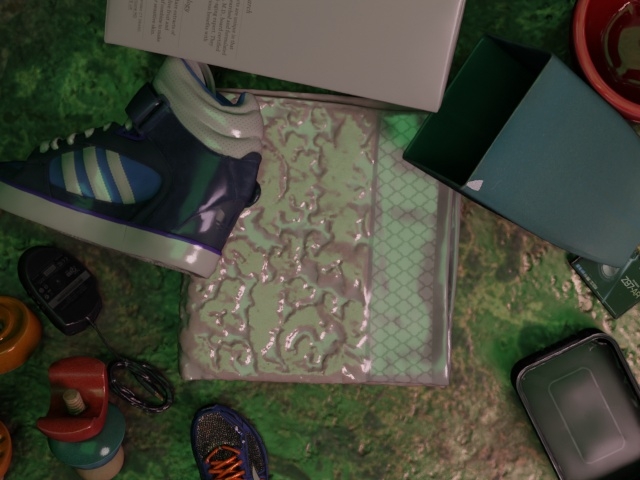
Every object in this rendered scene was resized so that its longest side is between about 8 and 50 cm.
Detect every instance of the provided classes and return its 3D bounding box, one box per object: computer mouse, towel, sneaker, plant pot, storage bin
[{"bbox_3d":[-0.257,0.104,1.776,0.071,0.041,0.242,-41,94,-27],"label":"computer mouse"},{"bbox_3d":[0.000,0.000,1.753,0.317,0.053,0.332,3,90,3],"label":"towel"},{"bbox_3d":[-0.091,0.289,1.743,0.083,0.087,0.221,-19,90,2],"label":"sneaker"},{"bbox_3d":[0.247,-0.080,1.668,0.234,0.165,0.165,34,91,-24],"label":"plant pot"},{"bbox_3d":[0.300,0.199,1.727,0.122,0.084,0.180,-26,89,3],"label":"storage bin"},{"bbox_3d":[-0.211,-0.108,1.708,0.323,0.130,0.236,17,85,25],"label":"sneaker"},{"bbox_3d":[0.357,-0.219,1.671,0.191,0.174,0.191,0,92,3],"label":"plant pot"}]

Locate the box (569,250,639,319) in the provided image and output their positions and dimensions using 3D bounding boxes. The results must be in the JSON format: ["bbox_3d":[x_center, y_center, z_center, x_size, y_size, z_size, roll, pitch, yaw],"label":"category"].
[{"bbox_3d":[0.332,0.037,1.755,0.067,0.018,0.083,-38,89,3],"label":"box"}]

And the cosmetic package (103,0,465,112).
[{"bbox_3d":[-0.027,-0.272,1.661,0.365,0.197,0.155,11,119,2],"label":"cosmetic package"}]

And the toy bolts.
[{"bbox_3d":[-0.323,0.193,1.755,0.228,0.158,0.218,4,51,12],"label":"toy bolts"}]
